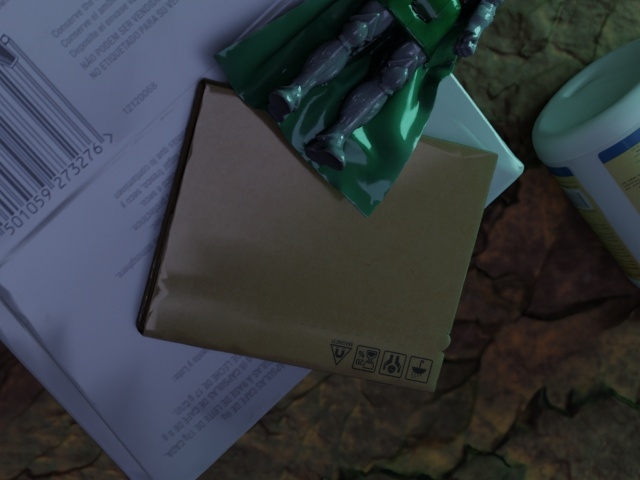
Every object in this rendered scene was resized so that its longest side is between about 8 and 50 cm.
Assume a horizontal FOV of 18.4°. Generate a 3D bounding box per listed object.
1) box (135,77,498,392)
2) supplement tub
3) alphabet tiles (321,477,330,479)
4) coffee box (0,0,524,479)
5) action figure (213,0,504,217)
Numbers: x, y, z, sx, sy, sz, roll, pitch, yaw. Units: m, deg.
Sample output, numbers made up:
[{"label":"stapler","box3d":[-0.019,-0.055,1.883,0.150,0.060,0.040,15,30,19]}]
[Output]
[{"label":"box","box3d":[0.000,0.000,1.245,0.201,0.021,0.164,12,98,-18]},{"label":"supplement tub","box3d":[0.279,-0.048,1.588,0.144,0.144,0.200,-40,108,-4]},{"label":"alphabet tiles","box3d":[0.113,0.261,1.558,0.198,0.237,0.009,20,99,-17]},{"label":"coffee box","box3d":[-0.128,-0.088,1.379,0.337,0.334,0.338,-42,109,-4]},{"label":"action figure","box3d":[0.060,-0.144,1.217,0.137,0.063,0.232,47,71,-17]}]
